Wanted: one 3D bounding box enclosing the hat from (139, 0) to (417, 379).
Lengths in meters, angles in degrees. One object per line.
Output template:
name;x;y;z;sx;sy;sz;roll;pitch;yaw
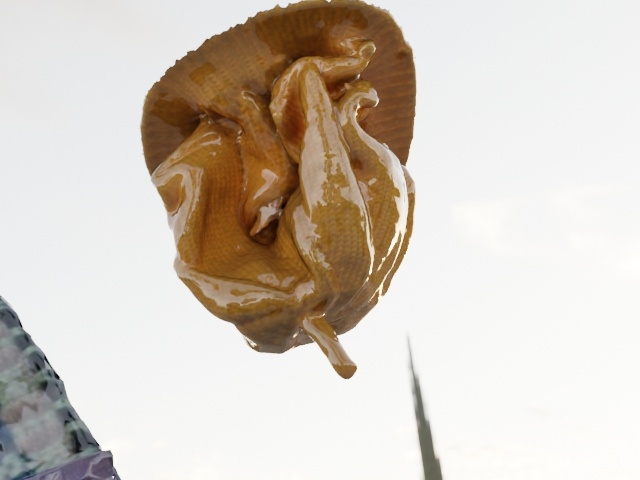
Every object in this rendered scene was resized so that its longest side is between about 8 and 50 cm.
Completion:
hat;0.000;0.000;0.952;0.244;0.233;0.233;-37;-46;21

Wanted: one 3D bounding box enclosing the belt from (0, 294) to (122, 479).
belt;-0.225;0.098;0.594;0.160;0.295;0.207;-18;-52;-34
